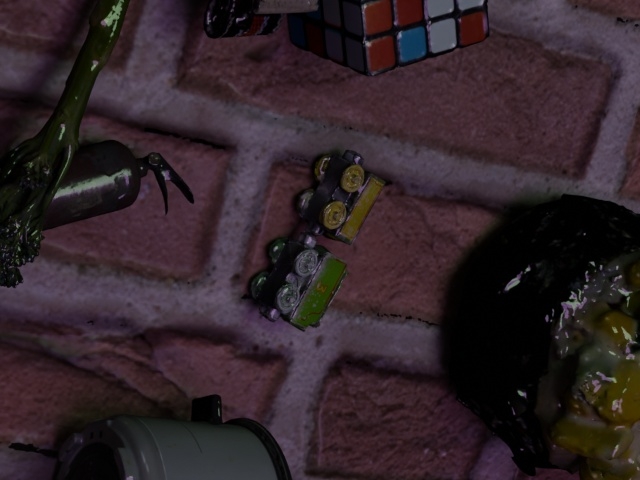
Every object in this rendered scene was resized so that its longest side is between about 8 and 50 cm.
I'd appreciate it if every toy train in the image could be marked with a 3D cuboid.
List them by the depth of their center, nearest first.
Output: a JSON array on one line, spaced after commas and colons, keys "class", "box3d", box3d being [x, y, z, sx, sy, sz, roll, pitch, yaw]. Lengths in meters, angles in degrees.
[{"class": "toy train", "box3d": [0.000, 0.000, 2.079, 0.081, 0.060, 0.202, 28, 90, -45]}]

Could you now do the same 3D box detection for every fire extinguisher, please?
[{"class": "fire extinguisher", "box3d": [-0.254, -0.039, 1.875, 0.267, 0.072, 0.089, -17, 75, -28]}]

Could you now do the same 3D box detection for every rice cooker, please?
[{"class": "rice cooker", "box3d": [-0.143, 0.295, 1.980, 0.227, 0.241, 0.281, 10, 72, -33]}]

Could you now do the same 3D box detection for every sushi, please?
[{"class": "sushi", "box3d": [0.347, 0.127, 2.219, 0.328, 0.285, 0.329, -45, 125, -12]}]

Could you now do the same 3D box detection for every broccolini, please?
[{"class": "broccolini", "box3d": [-0.234, -0.142, 1.805, 0.078, 0.074, 0.392, 28, 77, -33]}]

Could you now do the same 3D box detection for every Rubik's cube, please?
[{"class": "Rubik's cube", "box3d": [0.062, -0.271, 1.960, 0.154, 0.151, 0.155, -19, 118, -28]}]

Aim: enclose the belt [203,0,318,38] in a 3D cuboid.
[{"class": "belt", "box3d": [-0.025, -0.353, 1.821, 0.094, 0.126, 0.360, -10, 135, -46]}]
